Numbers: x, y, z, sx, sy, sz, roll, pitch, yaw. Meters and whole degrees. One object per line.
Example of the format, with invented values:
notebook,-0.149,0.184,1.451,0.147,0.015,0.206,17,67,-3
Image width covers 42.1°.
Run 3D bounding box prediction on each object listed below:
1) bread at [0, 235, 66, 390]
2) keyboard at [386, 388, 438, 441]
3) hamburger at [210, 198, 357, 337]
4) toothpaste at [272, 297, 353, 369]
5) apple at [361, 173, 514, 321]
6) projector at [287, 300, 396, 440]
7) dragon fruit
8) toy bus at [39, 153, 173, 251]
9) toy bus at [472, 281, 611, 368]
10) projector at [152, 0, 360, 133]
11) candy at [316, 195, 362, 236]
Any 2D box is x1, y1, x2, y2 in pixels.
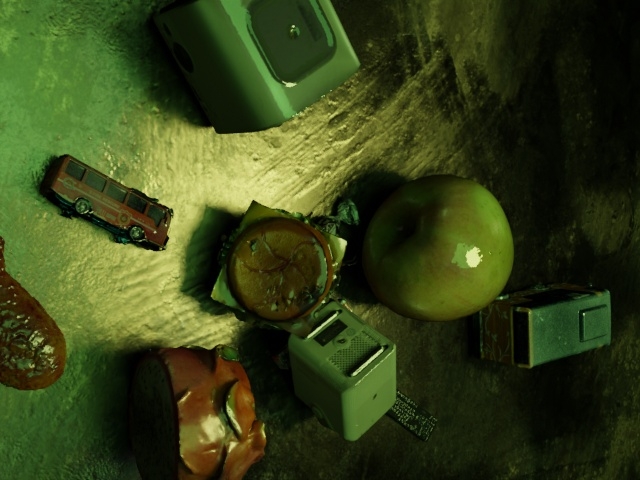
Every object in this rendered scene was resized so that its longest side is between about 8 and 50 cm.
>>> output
bread,-0.513,0.129,1.351,0.139,0.095,0.268,-36,109,-35
keyboard,0.196,0.392,1.909,0.204,0.013,0.061,40,73,-30
hamburger,-0.073,0.053,1.581,0.262,0.138,0.243,27,93,-1
toothpaste,-0.016,0.193,1.729,0.196,0.047,0.040,-39,100,-25
apple,0.251,0.023,1.738,0.277,0.319,0.319,35,75,-35
projector,0.045,0.267,1.658,0.163,0.177,0.242,-38,145,-24
dragon fruit,-0.209,0.310,1.454,0.189,0.291,0.290,-5,97,-30
toy bus,-0.365,-0.059,1.449,0.235,0.074,0.096,29,72,-32
toy bus,0.542,0.199,2.018,0.324,0.194,0.161,-8,98,-33
projector,-0.114,-0.357,1.481,0.248,0.249,0.249,-40,115,-25
candy,0.000,0.000,1.719,0.226,0.051,0.094,-45,128,-20
